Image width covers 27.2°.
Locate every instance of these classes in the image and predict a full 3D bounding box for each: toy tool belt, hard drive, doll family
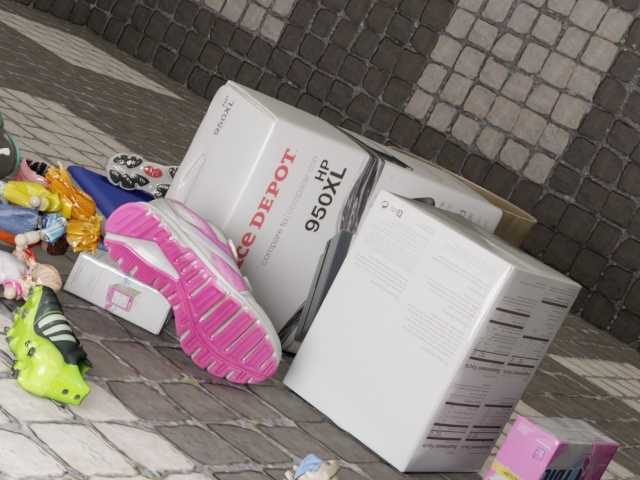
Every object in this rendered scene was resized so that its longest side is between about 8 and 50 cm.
[{"bbox_3d":[-0.009,0.220,1.235,0.051,0.052,0.083,34,8,-3],"label":"toy tool belt"},{"bbox_3d":[-0.239,-0.013,1.927,0.210,0.040,0.319,21,10,-32],"label":"hard drive"},{"bbox_3d":[-0.323,-0.024,1.453,0.163,0.118,0.263,15,13,-12],"label":"doll family"}]

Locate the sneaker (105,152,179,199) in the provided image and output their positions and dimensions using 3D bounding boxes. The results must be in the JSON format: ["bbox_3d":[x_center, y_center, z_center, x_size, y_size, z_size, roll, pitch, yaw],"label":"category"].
[{"bbox_3d":[-0.247,-0.094,2.029,0.170,0.068,0.071,24,3,-11],"label":"sneaker"}]

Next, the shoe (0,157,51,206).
[{"bbox_3d":[-0.375,-0.069,1.731,0.064,0.081,0.178,24,9,-17],"label":"shoe"}]

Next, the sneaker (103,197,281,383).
[{"bbox_3d":[-0.124,0.045,1.481,0.252,0.103,0.111,54,28,-8],"label":"sneaker"}]

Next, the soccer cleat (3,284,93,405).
[{"bbox_3d":[-0.253,0.100,1.238,0.072,0.060,0.179,33,12,-25],"label":"soccer cleat"}]

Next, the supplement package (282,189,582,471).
[{"bbox_3d":[0.133,0.111,1.566,0.199,0.262,0.198,33,11,33],"label":"supplement package"}]

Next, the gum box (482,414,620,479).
[{"bbox_3d":[0.274,0.270,1.567,0.062,0.107,0.188,33,11,34],"label":"gum box"}]

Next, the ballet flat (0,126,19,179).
[{"bbox_3d":[-0.519,-0.135,1.717,0.281,0.095,0.096,20,15,30],"label":"ballet flat"}]

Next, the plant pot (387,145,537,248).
[{"bbox_3d":[0.159,0.033,2.046,0.257,0.274,0.256,25,9,-4],"label":"plant pot"}]

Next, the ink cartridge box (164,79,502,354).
[{"bbox_3d":[0.000,0.000,1.751,0.395,0.285,0.166,20,12,-34],"label":"ink cartridge box"}]

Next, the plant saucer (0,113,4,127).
[{"bbox_3d":[-0.583,-0.225,2.217,0.119,0.021,0.119,26,9,-5],"label":"plant saucer"}]

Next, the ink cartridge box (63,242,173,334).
[{"bbox_3d":[-0.227,0.055,1.548,0.122,0.052,0.088,28,9,-2],"label":"ink cartridge box"}]
